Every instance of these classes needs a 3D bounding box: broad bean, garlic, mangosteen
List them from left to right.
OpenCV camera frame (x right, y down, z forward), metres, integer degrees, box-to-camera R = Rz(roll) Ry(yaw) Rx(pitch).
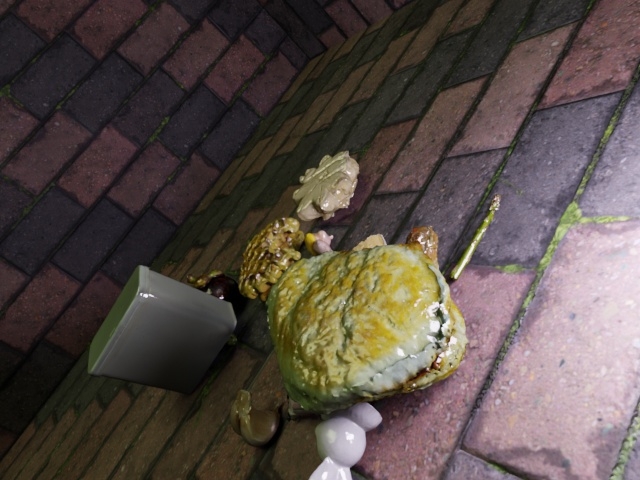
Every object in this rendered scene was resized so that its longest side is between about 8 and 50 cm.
[{"bbox_3d":[-0.399,0.195,1.869,0.192,0.217,0.192,-43,4,4],"label":"mangosteen"},{"bbox_3d":[-0.359,0.345,1.784,0.256,0.052,0.053,-17,42,49],"label":"broad bean"},{"bbox_3d":[-0.170,0.449,1.295,0.174,0.099,0.124,-14,60,57],"label":"garlic"}]

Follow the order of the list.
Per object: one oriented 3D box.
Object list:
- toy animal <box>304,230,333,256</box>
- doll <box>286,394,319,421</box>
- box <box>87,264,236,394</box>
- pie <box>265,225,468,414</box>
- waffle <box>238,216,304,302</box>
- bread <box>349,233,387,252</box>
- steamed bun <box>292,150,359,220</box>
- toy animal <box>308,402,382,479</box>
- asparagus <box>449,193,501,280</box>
[{"bbox_3d":[0.000,0.000,1.673,0.082,0.091,0.114,-42,20,-22],"label":"toy animal"},{"bbox_3d":[-0.030,0.327,1.197,0.149,0.095,0.192,-16,65,45],"label":"doll"},{"bbox_3d":[-0.506,0.301,1.655,0.352,0.343,0.177,-56,33,14],"label":"box"},{"bbox_3d":[0.075,0.170,1.058,0.417,0.181,0.396,-17,40,13],"label":"pie"},{"bbox_3d":[-0.158,0.068,1.757,0.261,0.151,0.324,-36,26,17],"label":"waffle"},{"bbox_3d":[0.134,0.056,1.380,0.125,0.082,0.106,-31,38,12],"label":"bread"},{"bbox_3d":[0.034,-0.173,1.811,0.295,0.137,0.292,2,53,52],"label":"steamed bun"},{"bbox_3d":[0.027,0.418,0.990,0.130,0.103,0.221,-9,45,52],"label":"toy animal"},{"bbox_3d":[0.362,-0.012,1.173,0.249,0.025,0.024,-56,-16,-17],"label":"asparagus"}]
